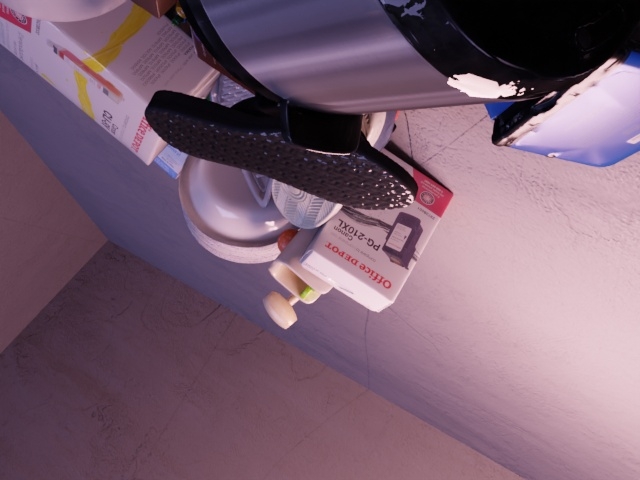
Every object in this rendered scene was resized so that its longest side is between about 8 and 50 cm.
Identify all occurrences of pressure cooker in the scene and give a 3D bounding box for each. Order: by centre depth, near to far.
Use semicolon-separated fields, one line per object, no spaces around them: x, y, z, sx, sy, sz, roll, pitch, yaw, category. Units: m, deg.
0.057;-0.308;0.836;0.420;0.370;0.375;5;137;53;pressure cooker

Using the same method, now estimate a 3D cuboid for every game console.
0.314;-0.227;1.055;0.250;0.173;0.293;11;165;-12;game console

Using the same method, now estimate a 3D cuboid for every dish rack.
-0.111;-0.244;1.568;0.286;0.072;0.333;63;159;19;dish rack

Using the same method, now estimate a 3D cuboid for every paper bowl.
-0.141;-0.108;1.765;0.284;0.284;0.148;36;160;11;paper bowl

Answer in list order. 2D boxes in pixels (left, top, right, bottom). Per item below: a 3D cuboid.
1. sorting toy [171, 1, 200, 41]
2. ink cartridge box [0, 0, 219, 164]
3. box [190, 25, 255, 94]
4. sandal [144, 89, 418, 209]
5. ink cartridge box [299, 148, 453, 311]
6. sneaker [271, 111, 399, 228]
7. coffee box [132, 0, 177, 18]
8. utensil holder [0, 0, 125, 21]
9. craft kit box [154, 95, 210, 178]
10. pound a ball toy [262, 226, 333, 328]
-0.180;-0.311;1.245;0.061;0.042;0.102;25;154;34;sorting toy
-0.397;-0.347;1.619;0.384;0.160;0.279;39;159;-7;ink cartridge box
-0.070;-0.328;1.322;0.203;0.168;0.167;34;159;16;box
-0.057;-0.161;1.297;0.445;0.107;0.167;19;159;22;sandal
0.098;-0.020;1.556;0.172;0.237;0.100;33;161;-5;ink cartridge box
0.040;-0.150;1.449;0.131;0.148;0.350;46;140;4;sneaker
-0.175;-0.433;1.167;0.098;0.246;0.141;37;161;11;coffee box
-0.392;-0.536;1.237;0.327;0.328;0.385;39;163;3;utensil holder
-0.323;-0.296;1.827;0.250;0.061;0.246;42;124;-5;craft kit box
0.000;0.000;1.689;0.135;0.319;0.208;41;161;-2;pound a ball toy
